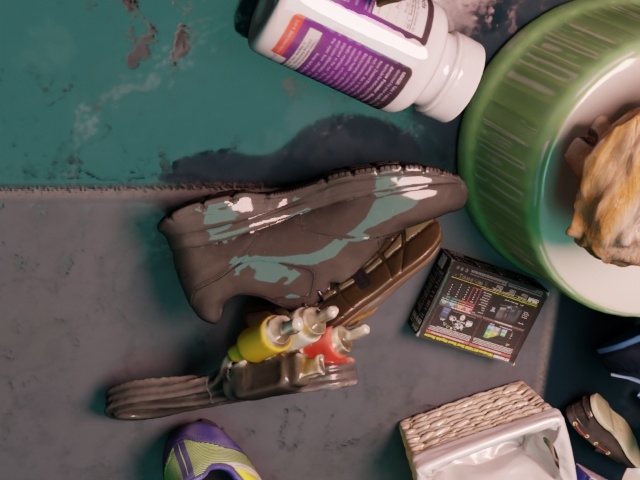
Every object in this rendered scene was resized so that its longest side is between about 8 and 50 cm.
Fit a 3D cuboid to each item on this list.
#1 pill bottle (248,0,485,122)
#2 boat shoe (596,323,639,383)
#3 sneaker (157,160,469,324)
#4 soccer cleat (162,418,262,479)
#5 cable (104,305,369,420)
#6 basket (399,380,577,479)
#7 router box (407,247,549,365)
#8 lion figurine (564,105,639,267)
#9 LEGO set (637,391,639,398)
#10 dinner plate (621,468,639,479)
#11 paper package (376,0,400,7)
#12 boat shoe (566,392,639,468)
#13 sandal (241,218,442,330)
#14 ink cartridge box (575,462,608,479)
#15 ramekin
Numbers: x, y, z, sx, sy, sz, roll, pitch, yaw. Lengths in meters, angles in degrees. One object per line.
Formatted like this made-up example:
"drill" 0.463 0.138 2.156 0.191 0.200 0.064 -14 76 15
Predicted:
"pill bottle" 0.043 -0.178 0.799 0.194 0.108 0.108 22 104 -18
"boat shoe" 0.359 0.118 0.898 0.109 0.258 0.089 -28 84 -12
"sneaker" 0.000 0.000 0.847 0.286 0.109 0.130 -13 94 2
"soccer cleat" -0.065 0.310 0.953 0.093 0.121 0.289 -36 113 3
"cable" -0.080 0.122 0.871 0.287 0.072 0.139 -17 158 36
"basket" 0.177 0.236 0.986 0.167 0.103 0.113 -18 113 -6
"router box" 0.166 0.071 0.956 0.123 0.038 0.092 19 105 -17
"lion figurine" 0.398 -0.076 0.736 0.392 0.142 0.240 5 116 -18
"LEGO set" 0.452 0.154 1.026 0.093 0.087 0.227 36 93 -24
"dinner plate" 0.435 0.299 1.112 0.141 0.017 0.141 -3 110 -9
"paper package" 0.076 -0.400 0.649 0.309 0.168 0.325 -48 114 -15
"boat shoe" 0.330 0.224 1.048 0.042 0.049 0.133 -28 124 30
"sandal" 0.026 0.045 0.904 0.219 0.090 0.060 -34 147 1
"ink cartridge box" 0.371 0.358 1.082 0.207 0.046 0.097 30 94 -11
"ramekin" 0.298 -0.075 0.869 0.304 0.148 0.303 -4 111 -11
